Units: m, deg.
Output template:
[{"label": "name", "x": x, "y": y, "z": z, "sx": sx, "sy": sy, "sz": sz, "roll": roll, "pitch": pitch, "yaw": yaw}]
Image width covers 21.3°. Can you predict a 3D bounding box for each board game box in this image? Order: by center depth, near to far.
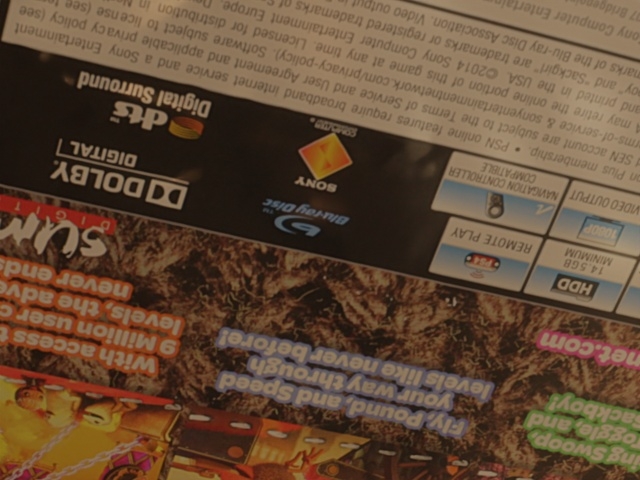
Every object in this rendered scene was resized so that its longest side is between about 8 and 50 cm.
[{"label": "board game box", "x": 0.000, "y": 0.000, "z": 0.466, "sx": 0.232, "sy": 0.141, "sz": 0.291, "roll": 13, "pitch": 121, "yaw": -14}]
